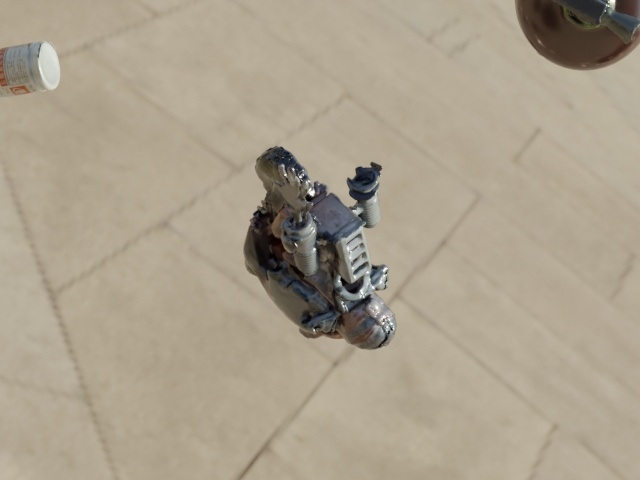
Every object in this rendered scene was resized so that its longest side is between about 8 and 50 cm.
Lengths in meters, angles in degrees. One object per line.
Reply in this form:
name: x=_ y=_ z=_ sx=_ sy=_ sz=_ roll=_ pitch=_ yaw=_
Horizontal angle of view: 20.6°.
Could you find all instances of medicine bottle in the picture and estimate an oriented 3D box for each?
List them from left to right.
medicine bottle: x=-0.342 y=-0.190 z=1.968 sx=0.057 sy=0.089 sz=0.057 roll=-7 pitch=90 yaw=-72

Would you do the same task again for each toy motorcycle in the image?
toy motorcycle: x=0.000 y=0.000 z=1.883 sx=0.134 sy=0.401 sz=0.207 roll=-34 pitch=63 yaw=-20

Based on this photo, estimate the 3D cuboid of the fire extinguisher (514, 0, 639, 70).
fire extinguisher: x=0.212 y=-0.214 z=1.482 sx=0.135 sy=0.114 sz=0.337 roll=28 pitch=14 yaw=-2
